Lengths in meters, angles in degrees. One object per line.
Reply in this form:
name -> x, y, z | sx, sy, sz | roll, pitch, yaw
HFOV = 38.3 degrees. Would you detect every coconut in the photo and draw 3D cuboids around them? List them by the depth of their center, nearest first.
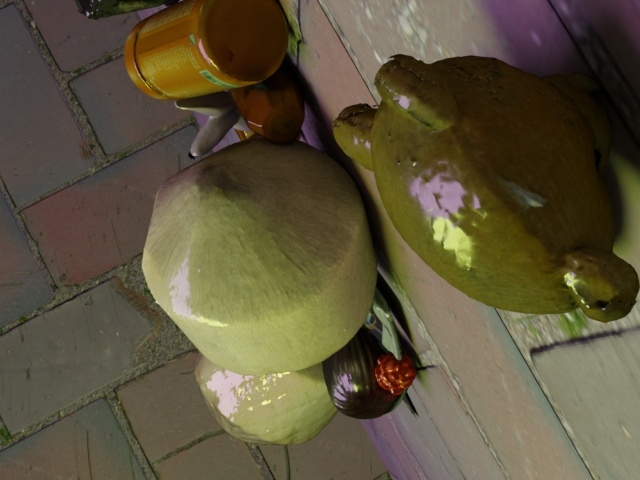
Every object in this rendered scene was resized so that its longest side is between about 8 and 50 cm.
coconut -> -0.065, 0.007, 0.971 | 0.237, 0.237, 0.266 | 58, 176, 29
coconut -> -0.059, 0.176, 1.563 | 0.329, 0.329, 0.329 | 61, 174, 12

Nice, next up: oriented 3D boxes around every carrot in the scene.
carrot -> -0.084, -0.194, 1.012 | 0.260, 0.070, 0.070 | 57, 172, 44

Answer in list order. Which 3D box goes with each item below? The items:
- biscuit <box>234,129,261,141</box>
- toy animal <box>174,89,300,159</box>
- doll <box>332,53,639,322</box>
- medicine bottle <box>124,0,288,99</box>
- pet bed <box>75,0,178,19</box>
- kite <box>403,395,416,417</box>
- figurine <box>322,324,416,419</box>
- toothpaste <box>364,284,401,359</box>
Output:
biscuit -> -0.106, -0.163, 1.480 | 0.249, 0.035, 0.184 | 63, 173, 0
toy animal -> -0.098, -0.152, 1.099 | 0.181, 0.127, 0.131 | -105, -2, -63
doll -> 0.076, -0.032, 0.404 | 0.137, 0.097, 0.209 | 39, -174, -1
medicine bottle -> -0.117, -0.192, 0.913 | 0.192, 0.096, 0.096 | 3, 123, 58
pet bed -> -0.186, -0.343, 0.898 | 0.211, 0.159, 0.183 | 59, 149, 7
kite -> 0.088, 0.171, 1.459 | 0.245, 0.015, 0.141 | 64, 171, -22
figurine -> 0.041, 0.120, 1.231 | 0.138, 0.110, 0.245 | 100, 152, -50
toothpaste -> 0.000, 0.000, 1.212 | 0.392, 0.061, 0.098 | 54, 168, 41
